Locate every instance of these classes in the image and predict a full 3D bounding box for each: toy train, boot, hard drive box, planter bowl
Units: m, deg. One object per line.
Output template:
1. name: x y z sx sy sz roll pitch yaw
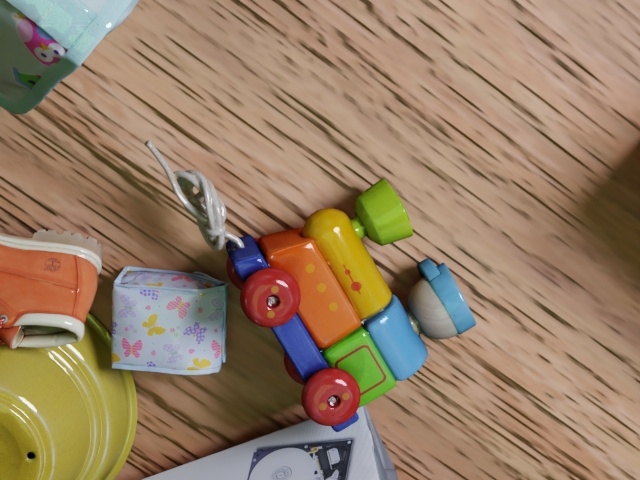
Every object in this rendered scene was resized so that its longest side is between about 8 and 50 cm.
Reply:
1. toy train: 0.000 0.000 1.021 0.143 0.105 0.248 -31 107 -2
2. boot: -0.239 0.036 1.025 0.158 0.084 0.059 2 150 -1
3. hard drive box: -0.049 0.243 1.049 0.232 0.181 0.089 -21 127 5
4. planter bowl: -0.249 0.141 1.065 0.217 0.090 0.217 0 108 -1

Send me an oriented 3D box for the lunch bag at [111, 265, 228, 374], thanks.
1. lunch bag: -0.110 0.060 1.060 0.083 0.053 0.071 4 107 8

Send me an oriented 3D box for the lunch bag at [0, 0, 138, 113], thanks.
1. lunch bag: -0.208 -0.201 0.857 0.223 0.262 0.160 41 103 -15
